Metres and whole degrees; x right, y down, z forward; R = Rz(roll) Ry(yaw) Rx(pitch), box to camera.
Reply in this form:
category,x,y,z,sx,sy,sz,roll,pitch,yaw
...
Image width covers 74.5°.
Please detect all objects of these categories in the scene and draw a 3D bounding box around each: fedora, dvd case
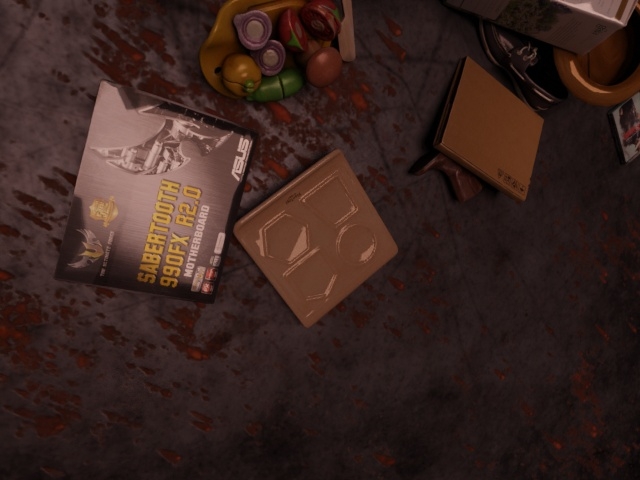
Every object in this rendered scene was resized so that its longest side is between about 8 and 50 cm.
category,x,y,z,sx,sy,sz,roll,pitch,yaw
fedora,0.447,-0.312,0.686,0.195,0.079,0.194,0,93,-5
dvd case,0.626,-0.226,0.850,0.087,0.013,0.119,-35,112,-13

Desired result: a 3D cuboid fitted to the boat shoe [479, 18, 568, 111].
category,x,y,z,sx,sy,sz,roll,pitch,yaw
boat shoe,0.336,-0.300,0.686,0.206,0.065,0.075,44,82,-23

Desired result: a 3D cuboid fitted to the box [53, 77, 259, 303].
category,x,y,z,sx,sy,sz,roll,pitch,yaw
box,-0.195,-0.050,0.516,0.183,0.056,0.230,15,94,-25

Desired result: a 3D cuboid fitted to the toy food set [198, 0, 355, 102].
category,x,y,z,sx,sy,sz,roll,pitch,yaw
toy food set,-0.032,-0.229,0.510,0.218,0.071,0.128,-25,147,-16

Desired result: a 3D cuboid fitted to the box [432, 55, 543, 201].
category,x,y,z,sx,sy,sz,roll,pitch,yaw
box,0.284,-0.179,0.692,0.201,0.021,0.164,26,75,-23

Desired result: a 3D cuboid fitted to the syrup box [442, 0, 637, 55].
category,x,y,z,sx,sy,sz,roll,pitch,yaw
syrup box,0.309,-0.363,0.596,0.237,0.093,0.096,20,92,2

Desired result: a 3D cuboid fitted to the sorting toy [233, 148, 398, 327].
category,x,y,z,sx,sy,sz,roll,pitch,yaw
sorting toy,0.000,0.000,0.622,0.193,0.038,0.208,-38,116,-12

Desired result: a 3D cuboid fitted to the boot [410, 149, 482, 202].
category,x,y,z,sx,sy,sz,roll,pitch,yaw
boot,0.210,-0.099,0.689,0.106,0.037,0.114,-38,115,-11
